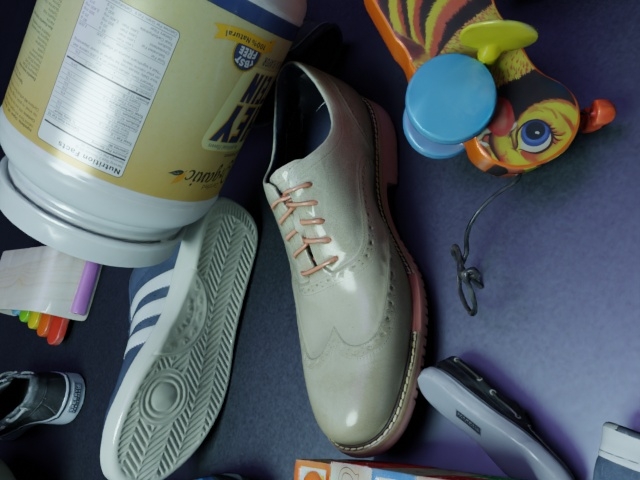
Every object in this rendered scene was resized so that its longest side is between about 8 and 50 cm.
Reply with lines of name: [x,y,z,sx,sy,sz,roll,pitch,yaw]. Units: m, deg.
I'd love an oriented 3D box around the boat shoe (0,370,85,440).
boat shoe: [-0.517,0.271,0.940,0.306,0.105,0.113,-14,62,38]

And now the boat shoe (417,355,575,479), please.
boat shoe: [0.139,0.140,0.440,0.040,0.049,0.142,-29,48,-27]

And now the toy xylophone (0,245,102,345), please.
toy xylophone: [-0.517,0.053,1.056,0.323,0.081,0.236,6,76,44]

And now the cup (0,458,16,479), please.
cup: [-0.578,0.416,0.819,0.331,0.331,0.237,-63,19,1]

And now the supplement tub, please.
supplement tub: [-0.177,-0.154,0.573,0.228,0.228,0.316,48,116,44]

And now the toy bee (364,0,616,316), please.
toy bee: [0.151,-0.116,0.489,0.162,0.298,0.195,-18,18,5]

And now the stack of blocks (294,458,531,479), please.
stack of blocks: [0.057,0.314,0.391,0.171,0.087,0.297,-16,64,46]

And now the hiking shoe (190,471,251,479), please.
hiking shoe: [-0.195,0.324,0.600,0.304,0.132,0.113,-32,52,28]

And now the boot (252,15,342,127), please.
boot: [-0.152,-0.208,0.733,0.338,0.118,0.223,-45,62,-4]

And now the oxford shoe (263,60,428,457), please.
oxford shoe: [0.000,0.000,0.553,0.140,0.146,0.397,-27,53,31]

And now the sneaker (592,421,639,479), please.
sneaker: [0.212,0.198,0.273,0.163,0.086,0.226,-68,12,-9]

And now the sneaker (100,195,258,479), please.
sneaker: [-0.191,0.113,0.702,0.148,0.131,0.350,-3,59,40]
